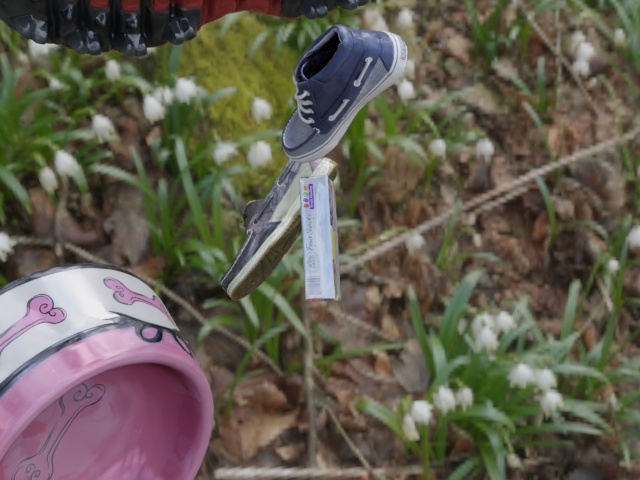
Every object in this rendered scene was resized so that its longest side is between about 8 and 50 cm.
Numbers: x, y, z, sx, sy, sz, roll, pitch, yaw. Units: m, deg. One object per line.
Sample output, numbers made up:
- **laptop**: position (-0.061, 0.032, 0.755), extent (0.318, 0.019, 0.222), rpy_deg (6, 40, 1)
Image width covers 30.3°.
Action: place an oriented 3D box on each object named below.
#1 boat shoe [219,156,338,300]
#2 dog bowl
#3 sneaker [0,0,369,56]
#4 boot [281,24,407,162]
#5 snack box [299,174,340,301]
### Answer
- **boat shoe**: position (-0.065, -0.026, 1.530), extent (0.073, 0.080, 0.224), rpy_deg (35, 80, 13)
- **dog bowl**: position (-0.302, 0.238, 1.406), extent (0.408, 0.408, 0.150), rpy_deg (-37, 51, -24)
- **sneaker**: position (-0.093, -0.196, 0.759), extent (0.276, 0.098, 0.135), rpy_deg (-16, 53, -27)
- **boot**: position (-0.003, -0.148, 1.180), extent (0.086, 0.190, 0.069), rpy_deg (6, 53, -39)
- **snack box**: position (0.000, 0.000, 1.367), extent (0.037, 0.100, 0.141), rpy_deg (-3, 87, 4)
